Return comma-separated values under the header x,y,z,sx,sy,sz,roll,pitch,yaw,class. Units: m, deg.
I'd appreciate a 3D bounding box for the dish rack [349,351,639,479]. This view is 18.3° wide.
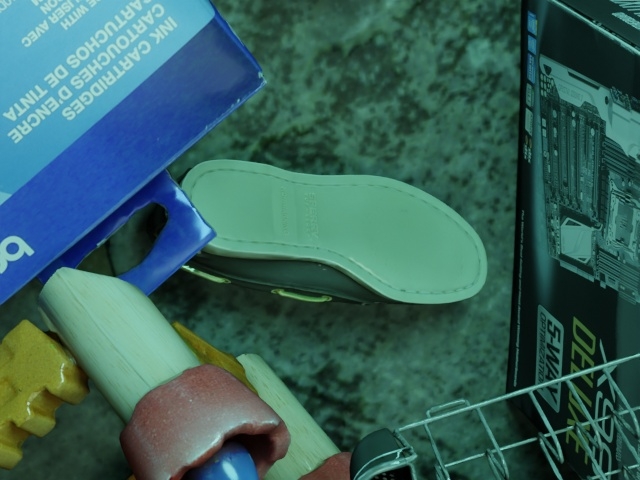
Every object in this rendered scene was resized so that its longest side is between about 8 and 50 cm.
x,y,z,sx,sy,sz,roll,pitch,yaw,class
0.157,0.168,1.134,0.271,0.074,0.208,-17,115,-4,dish rack

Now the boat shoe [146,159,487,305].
x,y,z,sx,sy,sz,roll,pitch,yaw,class
0.000,0.000,1.284,0.228,0.069,0.081,13,66,-26,boat shoe

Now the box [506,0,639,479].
x,y,z,sx,sy,sz,roll,pitch,yaw,class
0.202,0.010,1.253,0.076,0.242,0.307,-6,113,-16,box

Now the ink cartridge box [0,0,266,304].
x,y,z,sx,sy,sz,roll,pitch,yaw,class
-0.223,-0.120,1.121,0.270,0.151,0.395,-41,119,1,ink cartridge box

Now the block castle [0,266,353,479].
x,y,z,sx,sy,sz,roll,pitch,yaw,class
-0.169,0.256,1.175,0.453,0.213,0.303,-44,151,3,block castle
